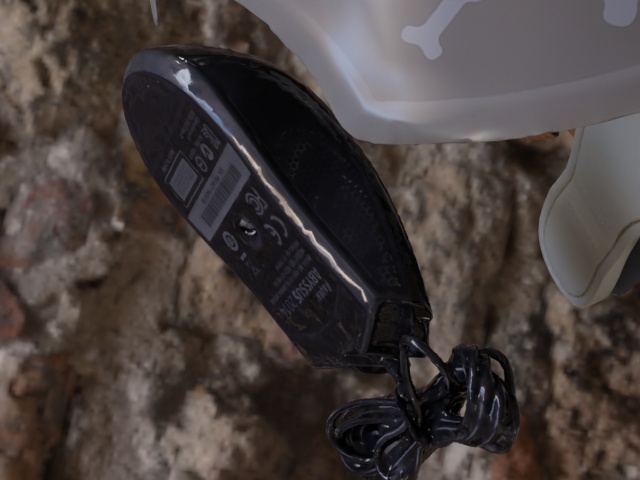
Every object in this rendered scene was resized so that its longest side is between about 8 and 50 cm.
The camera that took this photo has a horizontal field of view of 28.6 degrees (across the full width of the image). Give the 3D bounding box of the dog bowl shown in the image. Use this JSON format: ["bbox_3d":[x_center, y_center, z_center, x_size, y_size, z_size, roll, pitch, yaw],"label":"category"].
[{"bbox_3d":[0.075,-0.190,0.512,0.349,0.348,0.102,-96,-11,-48],"label":"dog bowl"}]

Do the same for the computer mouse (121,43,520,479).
[{"bbox_3d":[0.000,0.000,0.670,0.072,0.272,0.188,-37,-2,-27],"label":"computer mouse"}]

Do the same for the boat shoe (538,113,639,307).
[{"bbox_3d":[0.194,-0.036,0.704,0.095,0.079,0.254,62,163,24],"label":"boat shoe"}]

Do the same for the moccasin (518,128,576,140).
[{"bbox_3d":[0.227,-0.151,1.271,0.147,0.380,0.139,-54,19,23],"label":"moccasin"}]
